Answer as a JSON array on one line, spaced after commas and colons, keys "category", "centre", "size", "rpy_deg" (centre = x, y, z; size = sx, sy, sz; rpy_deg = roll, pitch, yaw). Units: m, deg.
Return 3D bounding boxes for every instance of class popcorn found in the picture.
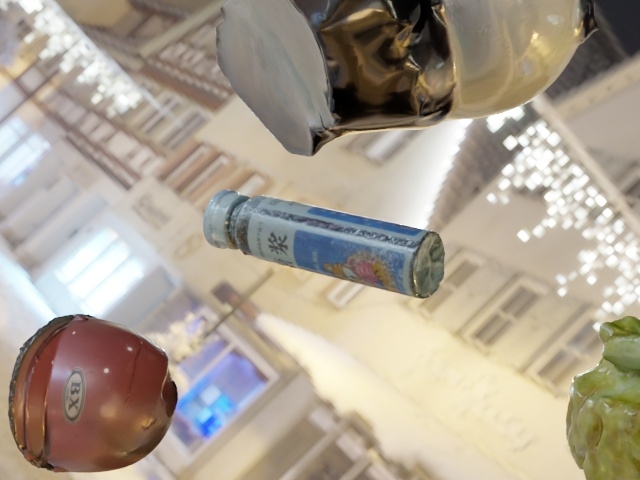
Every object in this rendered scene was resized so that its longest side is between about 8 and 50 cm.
[{"category": "popcorn", "centre": [0.303, 0.142, 1.025], "size": [0.204, 0.221, 0.184], "rpy_deg": [-138, -131, -59]}]

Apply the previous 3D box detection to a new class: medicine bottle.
[{"category": "medicine bottle", "centre": [0.000, 0.000, 0.985], "size": [0.191, 0.051, 0.051], "rpy_deg": [14, -26, 34]}]

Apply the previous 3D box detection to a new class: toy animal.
[{"category": "toy animal", "centre": [0.044, -0.125, 0.701], "size": [0.166, 0.179, 0.138], "rpy_deg": [-148, -136, -69]}]

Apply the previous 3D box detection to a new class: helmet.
[{"category": "helmet", "centre": [-0.084, 0.064, 0.533], "size": [0.049, 0.065, 0.084], "rpy_deg": [7, -2, 14]}]
